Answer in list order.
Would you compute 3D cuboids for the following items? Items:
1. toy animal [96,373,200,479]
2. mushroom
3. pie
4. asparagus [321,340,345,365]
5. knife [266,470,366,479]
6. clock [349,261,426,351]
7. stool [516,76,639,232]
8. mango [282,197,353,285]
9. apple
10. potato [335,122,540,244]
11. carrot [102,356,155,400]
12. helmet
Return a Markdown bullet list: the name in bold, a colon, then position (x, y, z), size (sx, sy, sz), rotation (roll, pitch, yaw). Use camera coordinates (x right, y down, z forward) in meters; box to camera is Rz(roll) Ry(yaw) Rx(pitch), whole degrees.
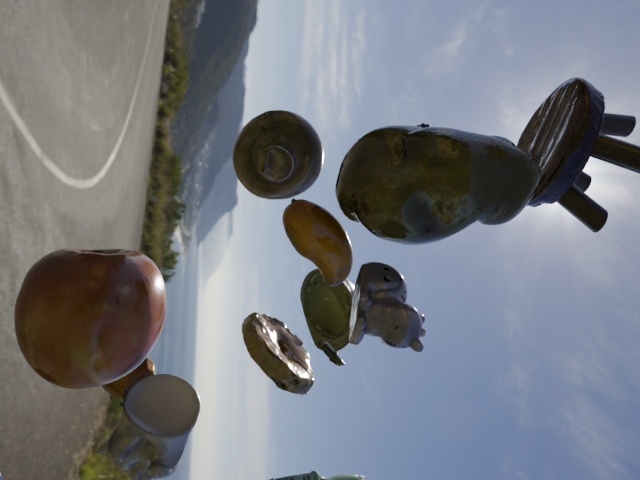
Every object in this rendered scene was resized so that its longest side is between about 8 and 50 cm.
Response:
- **toy animal**: position (-0.252, 0.296, 0.778), size (0.221, 0.103, 0.131), rotation (-59, -156, 34)
- **mushroom**: position (-0.113, -0.218, 1.447), size (0.243, 0.243, 0.244), rotation (-177, -90, -78)
- **pie**: position (-0.145, 0.385, 1.957), size (0.083, 0.339, 0.339), rotation (-41, -152, 14)
- **asparagus**: position (0.028, 0.258, 1.261), size (0.108, 0.025, 0.021), rotation (36, -68, 62)
- **knife**: position (-0.005, 0.465, 1.078), size (0.020, 0.293, 0.043), rotation (-39, -126, 27)
- **clock**: position (0.112, 0.107, 0.908), size (0.176, 0.117, 0.080), rotation (-79, -175, -56)
- **stool**: position (0.518, -0.169, 1.130), size (0.272, 0.178, 0.272), rotation (-158, -90, -86)
- **mango**: position (0.000, 0.000, 1.039), size (0.190, 0.098, 0.075), rotation (54, 14, -18)
- **apple**: position (-0.383, 0.127, 0.949), size (0.253, 0.253, 0.254), rotation (-177, -90, -78)
- **potato**: position (0.200, -0.100, 0.975), size (0.218, 0.350, 0.203), rotation (-89, 167, -59)
- **carrot**: position (-0.488, 0.263, 1.291), size (0.301, 0.114, 0.114), rotation (26, -64, 41)
- **helmet**: position (0.055, 0.208, 1.759), size (0.204, 0.137, 0.258), rotation (-18, -99, 39)
